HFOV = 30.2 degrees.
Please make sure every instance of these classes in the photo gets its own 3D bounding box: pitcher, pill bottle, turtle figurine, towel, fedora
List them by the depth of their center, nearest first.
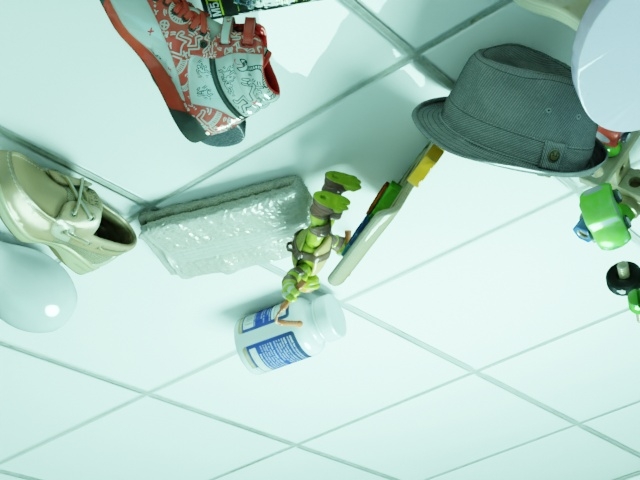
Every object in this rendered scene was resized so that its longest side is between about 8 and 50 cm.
[{"bbox_3d":[0.273,-0.186,1.599,0.275,0.244,0.124,10,116,-13],"label":"fedora"},{"bbox_3d":[0.000,0.000,1.851,0.269,0.087,0.217,-37,152,-52],"label":"turtle figurine"},{"bbox_3d":[-0.506,0.064,1.892,0.177,0.125,0.207,-6,146,39],"label":"pitcher"},{"bbox_3d":[-0.137,-0.015,1.904,0.282,0.049,0.187,-15,150,10],"label":"towel"},{"bbox_3d":[-0.053,0.167,2.166,0.186,0.112,0.112,-21,147,20],"label":"pill bottle"}]

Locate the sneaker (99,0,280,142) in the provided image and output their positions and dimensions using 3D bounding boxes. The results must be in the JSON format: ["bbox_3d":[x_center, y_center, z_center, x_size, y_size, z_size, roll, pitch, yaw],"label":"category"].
[{"bbox_3d":[-0.151,-0.253,1.401,0.145,0.090,0.270,-22,118,15],"label":"sneaker"}]

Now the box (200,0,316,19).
[{"bbox_3d":[-0.063,-0.343,1.376,0.184,0.045,0.191,-8,150,3],"label":"box"}]

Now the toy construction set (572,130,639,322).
[{"bbox_3d":[0.532,-0.088,1.821,0.308,0.257,0.237,-30,136,-3],"label":"toy construction set"}]

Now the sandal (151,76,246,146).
[{"bbox_3d":[-0.163,-0.211,1.572,0.097,0.054,0.254,-1,153,8],"label":"sandal"}]

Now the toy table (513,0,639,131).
[{"bbox_3d":[0.375,-0.282,1.459,0.252,0.161,0.274,-6,145,-10],"label":"toy table"}]

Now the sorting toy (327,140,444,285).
[{"bbox_3d":[0.117,-0.081,1.741,0.041,0.229,0.307,37,141,1],"label":"sorting toy"}]

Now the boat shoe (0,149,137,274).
[{"bbox_3d":[-0.374,-0.053,1.724,0.110,0.122,0.341,-19,158,8],"label":"boat shoe"}]

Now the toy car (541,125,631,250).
[{"bbox_3d":[0.393,-0.094,1.735,0.239,0.225,0.053,-23,170,25],"label":"toy car"}]
